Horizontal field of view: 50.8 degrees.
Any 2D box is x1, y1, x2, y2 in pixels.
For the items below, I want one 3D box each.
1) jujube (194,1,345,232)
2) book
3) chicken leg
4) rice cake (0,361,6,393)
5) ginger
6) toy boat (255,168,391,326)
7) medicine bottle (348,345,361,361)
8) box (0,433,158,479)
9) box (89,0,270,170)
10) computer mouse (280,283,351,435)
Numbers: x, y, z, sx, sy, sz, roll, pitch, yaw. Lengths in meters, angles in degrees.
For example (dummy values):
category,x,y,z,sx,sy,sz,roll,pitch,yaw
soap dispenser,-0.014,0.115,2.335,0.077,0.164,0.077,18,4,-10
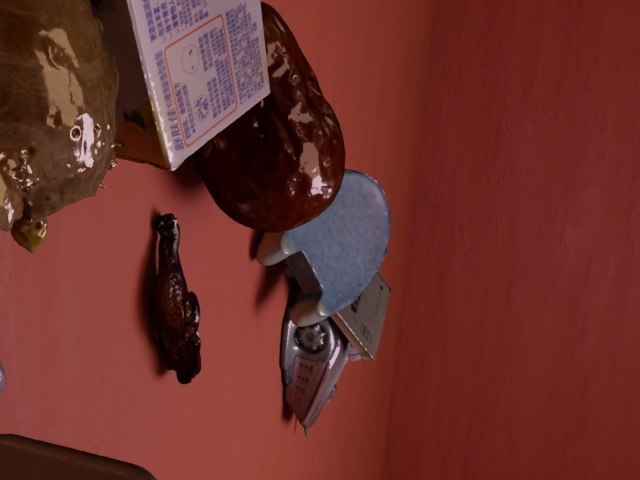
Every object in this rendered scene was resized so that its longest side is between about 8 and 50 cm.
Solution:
category,x,y,z,sx,sy,sz,roll,pitch,yaw
jujube,-0.066,-0.138,0.769,0.190,0.190,0.255,-63,147,-52
book,0.039,0.063,1.288,0.282,0.025,0.215,52,34,-24
chicken leg,-0.160,0.074,0.755,0.093,0.053,0.205,-102,-165,-54
rice cake,-0.263,0.150,0.421,0.047,0.036,0.206,102,6,-48
ginger,-0.193,-0.089,0.432,0.157,0.102,0.216,-42,139,-58
toy boat,0.000,0.000,1.166,0.215,0.123,0.330,59,43,-20
medicine bottle,0.067,0.194,1.583,0.102,0.103,0.186,-68,160,-44
box,-0.191,0.364,0.492,0.344,0.177,0.352,81,22,-56
box,-0.134,-0.211,0.542,0.168,0.097,0.265,-50,147,-41
computer mouse,0.001,0.236,1.336,0.199,0.115,0.389,-42,137,-64
